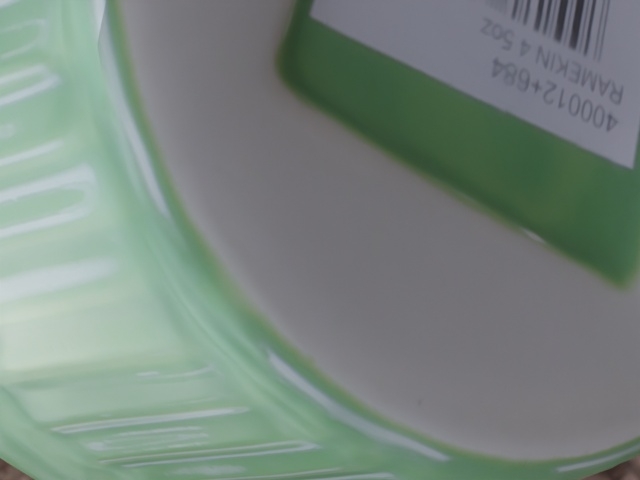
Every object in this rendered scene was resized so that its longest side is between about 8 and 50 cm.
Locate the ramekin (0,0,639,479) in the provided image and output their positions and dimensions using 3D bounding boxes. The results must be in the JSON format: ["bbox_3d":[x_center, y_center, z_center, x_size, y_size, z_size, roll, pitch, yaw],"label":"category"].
[{"bbox_3d":[0.013,-0.064,0.529,0.148,0.303,0.303,-8,110,54],"label":"ramekin"}]
